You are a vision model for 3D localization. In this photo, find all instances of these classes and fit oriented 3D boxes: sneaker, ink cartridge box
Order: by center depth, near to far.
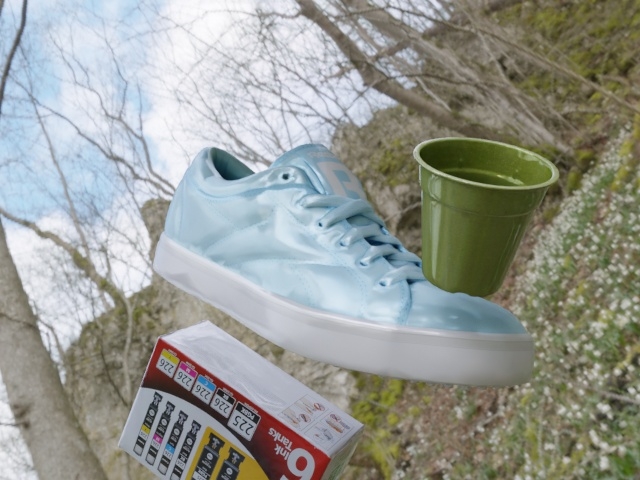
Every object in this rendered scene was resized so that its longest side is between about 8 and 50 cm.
[{"bbox_3d":[0.000,0.000,0.532,0.135,0.365,0.150,3,-78,-55],"label":"sneaker"},{"bbox_3d":[-0.134,0.321,1.009,0.130,0.309,0.272,-14,-50,-64],"label":"ink cartridge box"}]

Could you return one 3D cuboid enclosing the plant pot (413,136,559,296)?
[{"bbox_3d":[0.093,-0.012,0.406,0.083,0.083,0.079,-11,-59,-27],"label":"plant pot"}]
